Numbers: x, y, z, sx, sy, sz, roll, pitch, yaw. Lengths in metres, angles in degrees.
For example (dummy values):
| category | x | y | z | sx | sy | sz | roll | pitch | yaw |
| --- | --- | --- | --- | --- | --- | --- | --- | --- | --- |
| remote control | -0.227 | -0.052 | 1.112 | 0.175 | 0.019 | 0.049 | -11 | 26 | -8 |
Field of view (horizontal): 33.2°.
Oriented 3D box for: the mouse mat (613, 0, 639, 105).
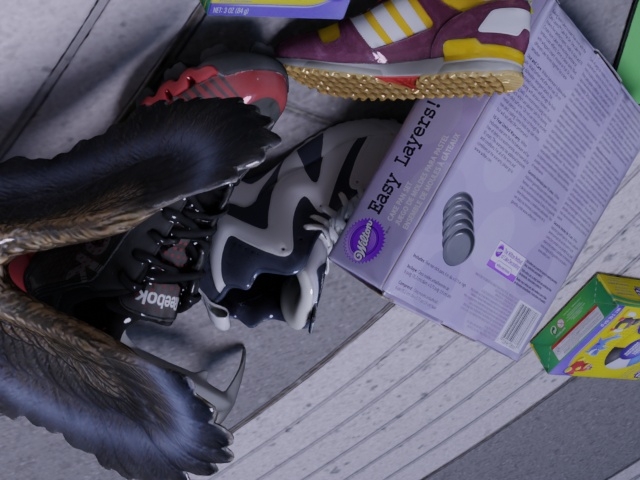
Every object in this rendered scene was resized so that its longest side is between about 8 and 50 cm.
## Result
| category | x | y | z | sx | sy | sz | roll | pitch | yaw |
| --- | --- | --- | --- | --- | --- | --- | --- | --- | --- |
| mouse mat | 0.344 | -0.186 | 0.947 | 0.190 | 0.007 | 0.152 | -14 | 142 | -14 |

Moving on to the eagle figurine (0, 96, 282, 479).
| category | x | y | z | sx | sy | sz | roll | pitch | yaw |
| --- | --- | --- | --- | --- | --- | --- | --- | --- | --- |
| eagle figurine | -0.189 | 0.019 | 0.660 | 0.298 | 0.225 | 0.226 | 7 | 128 | -10 |

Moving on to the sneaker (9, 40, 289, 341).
| category | x | y | z | sx | sy | sz | roll | pitch | yaw |
| --- | --- | --- | --- | --- | --- | --- | --- | --- | --- |
| sneaker | -0.112 | -0.017 | 0.767 | 0.276 | 0.135 | 0.098 | -42 | 147 | 19 |

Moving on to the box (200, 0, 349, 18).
| category | x | y | z | sx | sy | sz | roll | pitch | yaw |
| --- | --- | --- | --- | --- | --- | --- | --- | --- | --- |
| box | -0.009 | -0.222 | 0.663 | 0.105 | 0.043 | 0.179 | -5 | 137 | -27 |

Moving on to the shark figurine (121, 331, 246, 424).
| category | x | y | z | sx | sy | sz | roll | pitch | yaw |
| --- | --- | --- | --- | --- | --- | --- | --- | --- | --- |
| shark figurine | -0.162 | 0.100 | 0.922 | 0.278 | 0.116 | 0.166 | 11 | 164 | -29 |

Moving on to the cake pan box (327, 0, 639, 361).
| category | x | y | z | sx | sy | sz | roll | pitch | yaw |
| --- | --- | --- | --- | --- | --- | --- | --- | --- | --- |
| cake pan box | 0.151 | -0.042 | 0.862 | 0.267 | 0.070 | 0.245 | 26 | 95 | -53 |

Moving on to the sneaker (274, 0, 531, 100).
| category | x | y | z | sx | sy | sz | roll | pitch | yaw |
| --- | --- | --- | --- | --- | --- | --- | --- | --- | --- |
| sneaker | 0.056 | -0.146 | 0.751 | 0.186 | 0.083 | 0.069 | 5 | 173 | 23 |

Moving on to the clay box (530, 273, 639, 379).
| category | x | y | z | sx | sy | sz | roll | pitch | yaw |
| --- | --- | --- | --- | --- | --- | --- | --- | --- | --- |
| clay box | 0.371 | 0.108 | 1.279 | 0.222 | 0.053 | 0.127 | 9 | 132 | -37 |

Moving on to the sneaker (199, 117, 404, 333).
| category | x | y | z | sx | sy | sz | roll | pitch | yaw |
| --- | --- | --- | --- | --- | --- | --- | --- | --- | --- |
| sneaker | 0.000 | 0.000 | 0.843 | 0.235 | 0.153 | 0.094 | -15 | 143 | -14 |
